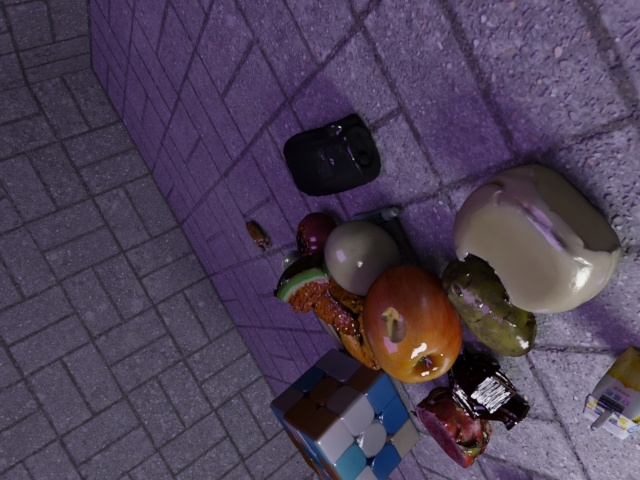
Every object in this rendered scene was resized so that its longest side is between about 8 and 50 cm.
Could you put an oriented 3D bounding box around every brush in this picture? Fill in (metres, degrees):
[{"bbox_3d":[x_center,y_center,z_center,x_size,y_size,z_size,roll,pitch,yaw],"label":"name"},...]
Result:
[{"bbox_3d":[0.086,0.407,1.766,0.060,0.050,0.321,4,128,56],"label":"brush"}]

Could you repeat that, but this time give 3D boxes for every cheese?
[{"bbox_3d":[0.367,0.002,0.789,0.266,0.127,0.233,54,153,15],"label":"cheese"}]

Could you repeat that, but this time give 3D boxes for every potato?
[{"bbox_3d":[0.362,0.141,0.959,0.251,0.113,0.149,46,143,8],"label":"potato"}]

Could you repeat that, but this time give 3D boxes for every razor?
[{"bbox_3d":[0.016,-0.214,1.194,0.327,0.107,0.189,-1,117,59],"label":"razor"}]

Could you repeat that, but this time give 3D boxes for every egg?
[{"bbox_3d":[0.108,0.043,1.171,0.189,0.188,0.254,34,173,41],"label":"egg"}]

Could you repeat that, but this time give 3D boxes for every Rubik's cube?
[{"bbox_3d":[0.088,0.662,1.643,0.344,0.347,0.346,7,130,57],"label":"Rubik's cube"}]

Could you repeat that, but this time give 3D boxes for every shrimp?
[{"bbox_3d":[-0.267,-0.012,1.954,0.187,0.052,0.132,43,161,44],"label":"shrimp"}]

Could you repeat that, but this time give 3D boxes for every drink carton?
[{"bbox_3d":[0.498,0.267,0.748,0.084,0.200,0.074,35,145,41],"label":"drink carton"}]

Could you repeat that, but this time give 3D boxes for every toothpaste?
[{"bbox_3d":[0.145,-0.059,1.206,0.062,0.037,0.216,60,157,-4],"label":"toothpaste"}]

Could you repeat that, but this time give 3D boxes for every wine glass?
[{"bbox_3d":[-0.050,0.066,1.532,0.309,0.096,0.264,41,148,55],"label":"wine glass"}]

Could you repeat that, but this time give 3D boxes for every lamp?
[{"bbox_3d":[0.000,0.000,1.414,0.182,0.140,0.181,172,90,-66],"label":"lamp"}]

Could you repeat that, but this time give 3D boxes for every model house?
[{"bbox_3d":[0.417,0.363,1.100,0.203,0.141,0.164,46,136,-18],"label":"model house"}]

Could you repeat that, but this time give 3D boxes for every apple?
[{"bbox_3d":[0.216,0.194,1.047,0.242,0.242,0.241,94,168,-48],"label":"apple"}]

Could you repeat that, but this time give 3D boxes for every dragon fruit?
[{"bbox_3d":[0.371,0.492,1.252,0.211,0.147,0.282,60,167,-7],"label":"dragon fruit"}]

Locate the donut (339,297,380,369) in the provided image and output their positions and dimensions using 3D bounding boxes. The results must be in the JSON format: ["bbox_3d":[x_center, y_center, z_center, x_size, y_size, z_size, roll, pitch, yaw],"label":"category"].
[{"bbox_3d":[0.144,0.301,1.477,0.253,0.118,0.253,42,150,32],"label":"donut"}]

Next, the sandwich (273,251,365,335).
[{"bbox_3d":[0.036,0.158,1.338,0.301,0.162,0.250,42,138,-4],"label":"sandwich"}]
